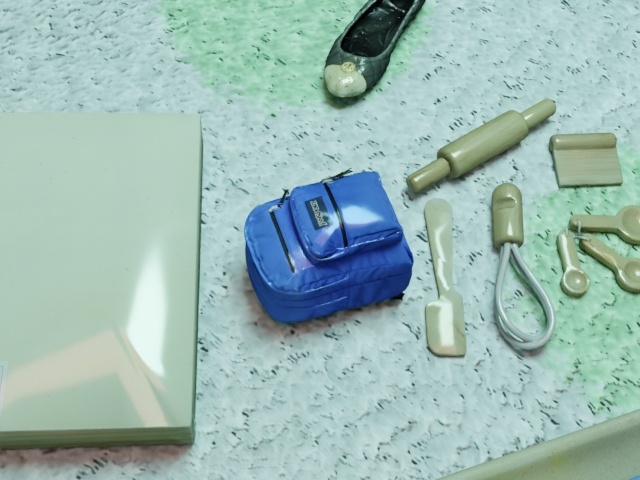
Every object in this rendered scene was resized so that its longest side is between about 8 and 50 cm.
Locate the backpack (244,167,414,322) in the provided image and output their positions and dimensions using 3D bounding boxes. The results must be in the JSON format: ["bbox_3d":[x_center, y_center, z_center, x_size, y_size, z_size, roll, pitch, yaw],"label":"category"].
[{"bbox_3d":[0.000,0.000,0.676,0.120,0.101,0.098,-17,58,-8],"label":"backpack"}]

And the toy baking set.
[{"bbox_3d":[0.171,-0.016,0.734,0.256,0.030,0.197,-25,67,-16],"label":"toy baking set"}]

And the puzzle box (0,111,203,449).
[{"bbox_3d":[-0.297,0.023,0.669,0.409,0.052,0.272,0,62,-4],"label":"puzzle box"}]

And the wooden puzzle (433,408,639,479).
[{"bbox_3d":[0.218,0.250,0.491,0.322,0.080,0.348,-12,45,-22],"label":"wooden puzzle"}]

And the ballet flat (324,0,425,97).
[{"bbox_3d":[0.051,-0.201,0.813,0.057,0.049,0.173,25,63,10],"label":"ballet flat"}]
